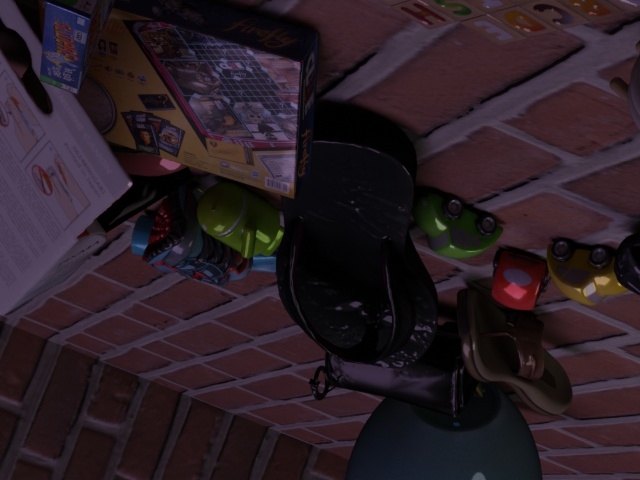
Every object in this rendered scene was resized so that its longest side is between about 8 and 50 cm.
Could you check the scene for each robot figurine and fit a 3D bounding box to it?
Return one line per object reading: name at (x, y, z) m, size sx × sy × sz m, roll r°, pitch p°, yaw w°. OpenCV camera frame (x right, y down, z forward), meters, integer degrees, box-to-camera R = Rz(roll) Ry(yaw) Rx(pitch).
robot figurine at (-0.093, -0.025, 2.101) m, size 0.115 × 0.067 × 0.101 m, roll 31°, pitch -166°, yaw -40°

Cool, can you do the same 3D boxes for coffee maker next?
coffee maker at (0.105, 0.160, 2.331) m, size 0.178 × 0.171 × 0.120 m, roll 13°, pitch 149°, yaw 23°

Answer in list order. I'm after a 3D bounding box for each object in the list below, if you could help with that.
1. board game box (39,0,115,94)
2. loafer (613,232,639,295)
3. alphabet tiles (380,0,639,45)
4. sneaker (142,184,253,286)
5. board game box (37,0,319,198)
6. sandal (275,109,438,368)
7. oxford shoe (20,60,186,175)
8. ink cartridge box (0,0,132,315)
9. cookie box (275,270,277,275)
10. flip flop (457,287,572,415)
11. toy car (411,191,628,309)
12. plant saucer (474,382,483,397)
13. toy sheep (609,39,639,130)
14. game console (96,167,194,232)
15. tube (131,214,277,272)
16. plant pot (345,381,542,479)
board game box at (-0.168, -0.199, 1.368) m, size 0.035 × 0.136 × 0.201 m, roll 21°, pitch 167°, yaw -6°
loafer at (0.379, 0.053, 1.707) m, size 0.223 × 0.076 × 0.078 m, roll 22°, pitch 175°, yaw 8°
alphabet tiles at (0.094, -0.193, 1.289) m, size 0.198 × 0.009 × 0.237 m, roll 26°, pitch 165°, yaw -25°
sneaker at (-0.137, -0.002, 2.216) m, size 0.125 × 0.104 × 0.262 m, roll 19°, pitch 177°, yaw 0°
board game box at (-0.124, -0.139, 1.596) m, size 0.243 × 0.042 × 0.165 m, roll 18°, pitch 139°, yaw 12°
sandal at (0.023, 0.034, 1.849) m, size 0.168 × 0.107 × 0.445 m, roll 5°, pitch 150°, yaw 11°
oxford shoe at (-0.250, -0.145, 1.800) m, size 0.348 × 0.123 × 0.130 m, roll 0°, pitch 137°, yaw 38°
ink cartridge box at (-0.289, -0.126, 1.669) m, size 0.308 × 0.091 × 0.385 m, roll 57°, pitch 147°, yaw 2°
cookie box at (0.000, 0.000, 2.017) m, size 0.040 × 0.091 × 0.107 m, roll 21°, pitch 167°, yaw -24°
flip flop at (0.241, 0.130, 2.193) m, size 0.080 × 0.112 × 0.277 m, roll -20°, pitch 144°, yaw 29°
toy car at (0.184, 0.016, 1.894) m, size 0.225 × 0.053 × 0.239 m, roll 25°, pitch 166°, yaw -21°
plant saucer at (0.131, 0.148, 2.516) m, size 0.188 × 0.045 × 0.188 m, roll 17°, pitch 166°, yaw 17°
toy sheep at (0.251, -0.105, 1.256) m, size 0.091 × 0.091 × 0.132 m, roll 20°, pitch 161°, yaw 1°
game console at (-0.255, -0.027, 2.103) m, size 0.044 × 0.213 × 0.361 m, roll 58°, pitch 172°, yaw -4°
tube at (-0.139, 0.012, 2.377) m, size 0.207 × 0.052 × 0.080 m, roll 11°, pitch 173°, yaw 11°
plant pot at (0.183, 0.296, 2.637) m, size 0.290 × 0.290 × 0.195 m, roll 16°, pitch 131°, yaw 16°
